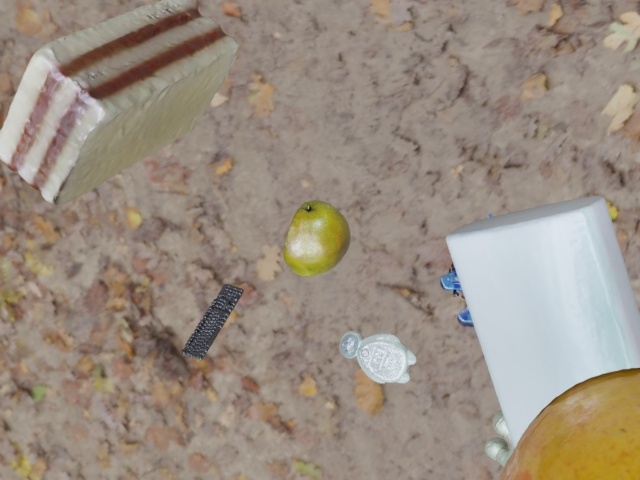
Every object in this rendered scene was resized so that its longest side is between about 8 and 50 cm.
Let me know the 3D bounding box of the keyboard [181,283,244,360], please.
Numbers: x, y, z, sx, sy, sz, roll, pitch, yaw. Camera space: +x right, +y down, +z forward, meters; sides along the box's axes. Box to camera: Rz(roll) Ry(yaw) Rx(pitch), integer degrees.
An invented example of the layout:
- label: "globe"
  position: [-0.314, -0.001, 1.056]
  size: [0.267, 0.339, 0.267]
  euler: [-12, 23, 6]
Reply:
- label: "keyboard"
  position: [-0.239, 0.178, 1.896]
  size: [0.060, 0.195, 0.018]
  euler: [11, 147, 31]

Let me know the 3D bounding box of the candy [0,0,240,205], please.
- label: "candy"
  position: [-0.264, -0.195, 1.136]
  size: [0.135, 0.321, 0.179]
  euler: [41, 129, 5]

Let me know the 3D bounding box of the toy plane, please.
- label: "toy plane"
  position: [0.266, 0.046, 1.332]
  size: [0.169, 0.246, 0.078]
  euler: [12, 126, -5]

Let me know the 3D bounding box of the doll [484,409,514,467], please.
- label: "doll"
  position: [0.427, 0.388, 1.525]
  size: [0.275, 0.113, 0.154]
  euler: [15, 106, -19]

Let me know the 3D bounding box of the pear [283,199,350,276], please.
- label: "pear"
  position: [0.000, 0.000, 1.548]
  size: [0.104, 0.141, 0.141]
  euler: [13, 113, 14]

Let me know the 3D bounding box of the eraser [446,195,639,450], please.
- label: "eraser"
  position: [0.272, 0.107, 0.982]
  size: [0.189, 0.104, 0.290]
  euler: [-12, 99, 44]

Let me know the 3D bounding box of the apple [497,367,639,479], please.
- label: "apple"
  position: [0.246, 0.235, 0.576]
  size: [0.299, 0.275, 0.298]
  euler: [-1, 110, -2]

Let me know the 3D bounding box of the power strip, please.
- label: "power strip"
  position: [0.061, 0.121, 0.911]
  size: [0.083, 0.035, 0.055]
  euler: [21, 103, 15]
